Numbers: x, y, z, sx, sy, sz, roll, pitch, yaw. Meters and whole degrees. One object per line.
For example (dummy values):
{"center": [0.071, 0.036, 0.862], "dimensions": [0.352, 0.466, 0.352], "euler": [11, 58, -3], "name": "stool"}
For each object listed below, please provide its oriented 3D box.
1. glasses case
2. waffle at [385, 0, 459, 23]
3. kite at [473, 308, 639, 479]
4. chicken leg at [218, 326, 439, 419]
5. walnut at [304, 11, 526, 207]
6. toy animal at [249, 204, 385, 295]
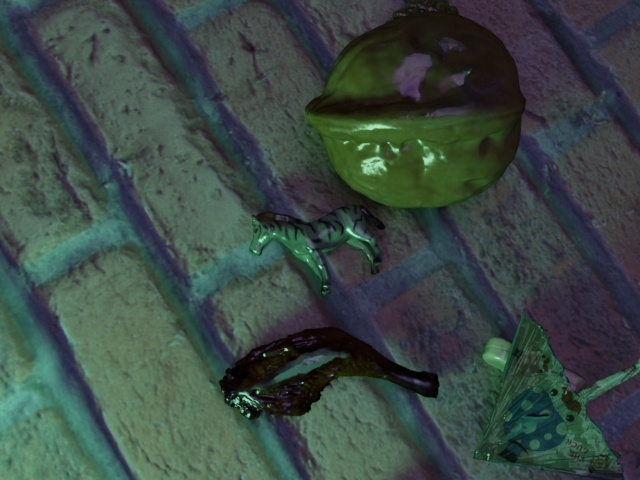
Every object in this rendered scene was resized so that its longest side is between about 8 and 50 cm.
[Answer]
{"center": [0.398, 0.240, 1.604], "dimensions": [0.196, 0.083, 0.050], "euler": [26, 75, 1], "name": "glasses case"}
{"center": [0.231, -0.421, 1.785], "dimensions": [0.169, 0.036, 0.183], "euler": [-34, 81, -13], "name": "waffle"}
{"center": [0.436, 0.305, 1.560], "dimensions": [0.368, 0.014, 0.406], "euler": [-32, 104, 6], "name": "kite"}
{"center": [0.021, 0.234, 1.551], "dimensions": [0.407, 0.096, 0.158], "euler": [-2, 79, -11], "name": "chicken leg"}
{"center": [0.185, -0.229, 1.582], "dimensions": [0.383, 0.383, 0.383], "euler": [2, 75, -7], "name": "walnut"}
{"center": [-0.001, 0.017, 1.610], "dimensions": [0.255, 0.090, 0.170], "euler": [-4, 72, -12], "name": "toy animal"}
